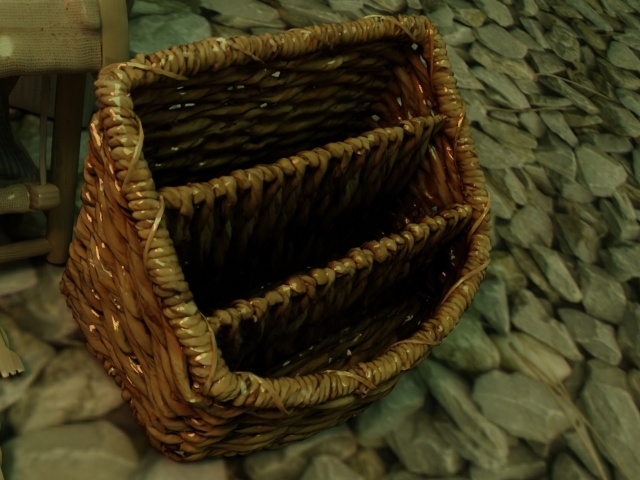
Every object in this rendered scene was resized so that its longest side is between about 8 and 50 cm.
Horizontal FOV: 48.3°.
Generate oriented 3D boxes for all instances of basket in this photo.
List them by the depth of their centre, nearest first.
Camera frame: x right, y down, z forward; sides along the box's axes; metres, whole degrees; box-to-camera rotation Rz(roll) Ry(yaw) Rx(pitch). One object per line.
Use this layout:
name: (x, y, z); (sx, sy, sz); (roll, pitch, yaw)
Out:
basket: (0.000, 0.000, 0.506); (0.299, 0.223, 0.213); (-20, 63, -39)

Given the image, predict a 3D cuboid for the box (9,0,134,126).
box: (-0.336, -0.271, 0.607); (0.345, 0.168, 0.215); (15, 47, -15)

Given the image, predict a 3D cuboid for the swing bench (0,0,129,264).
swing bench: (-0.267, -0.098, 0.412); (0.253, 0.255, 0.165); (-16, 61, -44)

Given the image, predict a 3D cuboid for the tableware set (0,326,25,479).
tableware set: (-0.264, 0.101, 0.424); (0.168, 0.020, 0.141); (-2, 53, -29)
